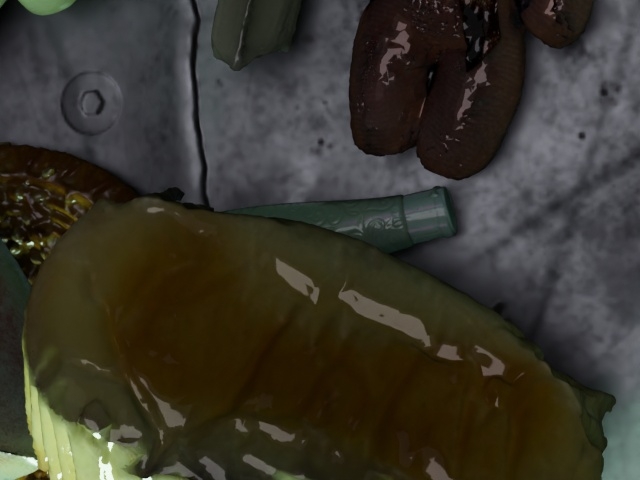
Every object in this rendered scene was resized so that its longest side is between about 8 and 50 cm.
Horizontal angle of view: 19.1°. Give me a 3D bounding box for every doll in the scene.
[{"bbox_3d":[0.089,-0.189,1.237,0.201,0.156,0.303,13,99,9],"label":"doll"}]

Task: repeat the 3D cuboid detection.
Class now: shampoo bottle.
[{"bbox_3d":[0.000,0.000,1.319,0.190,0.041,0.069,-12,80,15],"label":"shampoo bottle"}]

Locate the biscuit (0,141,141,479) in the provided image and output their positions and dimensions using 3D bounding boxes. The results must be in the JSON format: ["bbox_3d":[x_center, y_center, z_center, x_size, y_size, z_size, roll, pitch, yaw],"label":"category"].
[{"bbox_3d":[-0.226,0.081,1.383,0.305,0.038,0.305,0,92,15],"label":"biscuit"}]

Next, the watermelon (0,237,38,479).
[{"bbox_3d":[-0.343,0.051,1.318,0.321,0.188,0.175,30,145,-19],"label":"watermelon"}]

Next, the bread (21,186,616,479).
[{"bbox_3d":[-0.012,0.122,1.231,0.388,0.183,0.236,25,70,5],"label":"bread"}]

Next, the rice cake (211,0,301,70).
[{"bbox_3d":[-0.025,-0.241,1.281,0.052,0.057,0.256,18,104,19],"label":"rice cake"}]

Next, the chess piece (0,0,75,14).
[{"bbox_3d":[-0.221,-0.206,1.333,0.251,0.144,0.144,-20,86,8],"label":"chess piece"}]
